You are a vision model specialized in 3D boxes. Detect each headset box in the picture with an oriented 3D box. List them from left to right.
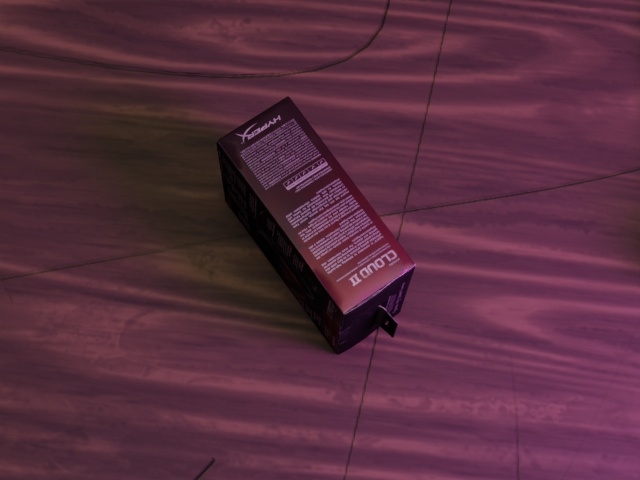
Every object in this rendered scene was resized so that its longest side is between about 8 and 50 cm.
[{"bbox_3d":[0.000,0.000,1.535,0.110,0.218,0.293,-34,75,-11],"label":"headset box"}]
